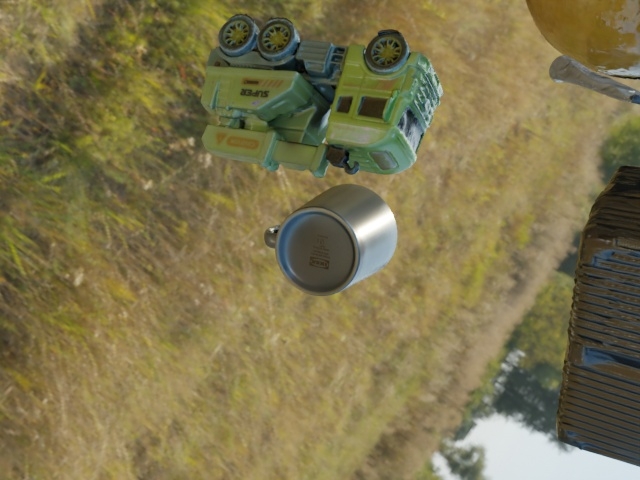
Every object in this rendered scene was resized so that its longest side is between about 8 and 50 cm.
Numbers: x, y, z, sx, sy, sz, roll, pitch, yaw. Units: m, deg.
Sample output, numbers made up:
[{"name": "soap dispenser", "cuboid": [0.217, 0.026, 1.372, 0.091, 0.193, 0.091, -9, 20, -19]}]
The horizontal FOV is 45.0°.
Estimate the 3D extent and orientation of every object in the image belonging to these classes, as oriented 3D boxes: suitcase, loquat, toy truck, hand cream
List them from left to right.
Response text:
[{"name": "toy truck", "cuboid": [-0.008, -0.092, 0.545, 0.077, 0.169, 0.100, 39, 67, -66]}, {"name": "hand cream", "cuboid": [0.180, -0.100, 0.499, 0.030, 0.093, 0.019, 6, 115, -27]}, {"name": "loquat", "cuboid": [0.347, -0.294, 0.811, 0.263, 0.263, 0.263, -50, 164, -21]}, {"name": "suitcase", "cuboid": [0.358, 0.085, 0.571, 0.152, 0.335, 0.229, -46, 141, -49]}]

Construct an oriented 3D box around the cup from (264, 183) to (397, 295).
[{"name": "cup", "cuboid": [0.000, 0.000, 0.596, 0.077, 0.100, 0.078, -28, 117, -64]}]
